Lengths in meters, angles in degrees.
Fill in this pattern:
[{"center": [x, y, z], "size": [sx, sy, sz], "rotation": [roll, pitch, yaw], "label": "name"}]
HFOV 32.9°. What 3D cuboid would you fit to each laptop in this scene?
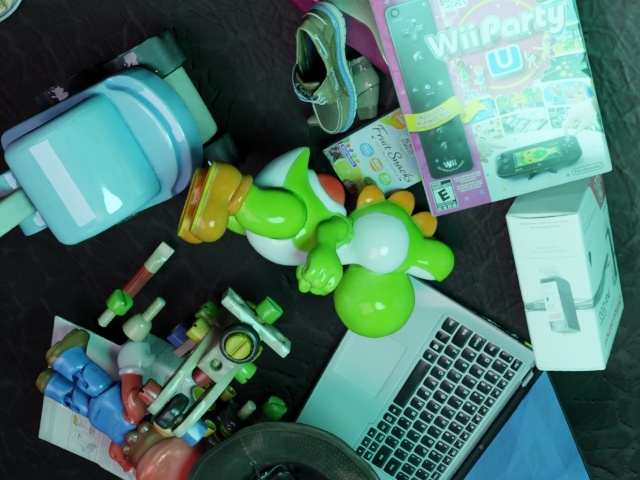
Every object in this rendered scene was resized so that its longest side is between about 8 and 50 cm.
[{"center": [0.154, 0.314, 1.536], "size": [0.408, 0.236, 0.382], "rotation": [32, 126, 7], "label": "laptop"}]

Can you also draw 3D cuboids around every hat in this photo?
[{"center": [-0.033, 0.400, 1.630], "size": [0.331, 0.134, 0.331], "rotation": [4, 102, 21], "label": "hat"}]

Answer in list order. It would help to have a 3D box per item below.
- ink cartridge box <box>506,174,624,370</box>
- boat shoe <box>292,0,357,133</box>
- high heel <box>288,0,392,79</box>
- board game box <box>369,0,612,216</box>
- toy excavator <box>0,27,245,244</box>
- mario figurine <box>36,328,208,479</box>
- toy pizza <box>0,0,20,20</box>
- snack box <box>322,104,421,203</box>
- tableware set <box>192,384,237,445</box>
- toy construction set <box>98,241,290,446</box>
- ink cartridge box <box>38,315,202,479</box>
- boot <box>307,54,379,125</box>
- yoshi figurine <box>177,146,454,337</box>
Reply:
[{"center": [0.308, 0.032, 1.348], "size": [0.092, 0.158, 0.217], "rotation": [-2, 117, 26], "label": "ink cartridge box"}, {"center": [-0.003, -0.206, 1.359], "size": [0.066, 0.066, 0.183], "rotation": [20, 136, 34], "label": "boat shoe"}, {"center": [0.049, -0.263, 1.377], "size": [0.244, 0.082, 0.117], "rotation": [40, 157, -15], "label": "high heel"}, {"center": [0.195, -0.203, 1.272], "size": [0.224, 0.097, 0.303], "rotation": [-15, 111, 10], "label": "board game box"}, {"center": [-0.386, -0.064, 1.457], "size": [0.433, 0.445, 0.222], "rotation": [-19, 107, 33], "label": "toy excavator"}, {"center": [-0.296, 0.280, 1.755], "size": [0.320, 0.170, 0.198], "rotation": [38, 160, 13], "label": "mario figurine"}, {"center": [-0.519, -0.407, 1.568], "size": [0.201, 0.032, 0.201], "rotation": [7, 118, 13], "label": "toy pizza"}, {"center": [0.086, -0.114, 1.450], "size": [0.141, 0.037, 0.100], "rotation": [-26, 105, 35], "label": "snack box"}, {"center": [-0.162, 0.270, 1.723], "size": [0.104, 0.154, 0.024], "rotation": [41, 110, -11], "label": "tableware set"}, {"center": [-0.165, 0.125, 1.631], "size": [0.309, 0.257, 0.237], "rotation": [48, 111, 16], "label": "toy construction set"}, {"center": [-0.344, 0.276, 1.864], "size": [0.261, 0.066, 0.296], "rotation": [25, 125, 11], "label": "ink cartridge box"}, {"center": [0.026, -0.200, 1.434], "size": [0.119, 0.042, 0.087], "rotation": [-6, 108, 27], "label": "boot"}, {"center": [-0.005, 0.026, 1.423], "size": [0.362, 0.203, 0.203], "rotation": [16, 134, -15], "label": "yoshi figurine"}]
